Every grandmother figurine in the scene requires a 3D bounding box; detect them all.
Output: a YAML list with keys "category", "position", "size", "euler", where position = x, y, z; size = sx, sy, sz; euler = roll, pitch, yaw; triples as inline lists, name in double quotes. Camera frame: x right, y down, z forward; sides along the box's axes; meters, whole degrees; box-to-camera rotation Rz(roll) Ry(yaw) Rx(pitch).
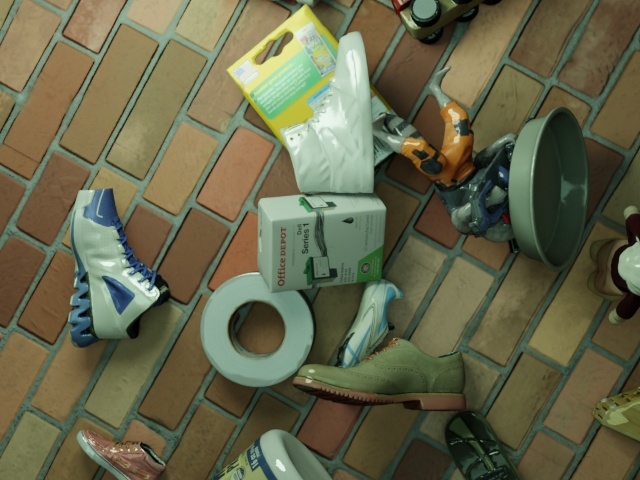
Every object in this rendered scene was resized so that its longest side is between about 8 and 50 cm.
- category: "grandmother figurine"
  position: [0.538, 0.044, 1.607]
  size: [0.104, 0.342, 0.207]
  euler: [-5, 91, 5]

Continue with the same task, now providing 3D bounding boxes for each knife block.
- category: "knife block"
  position: [0.680, 0.375, 1.729]
  size: [0.276, 0.088, 0.242]
  euler: [-21, 89, 4]

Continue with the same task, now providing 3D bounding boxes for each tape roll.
- category: "tape roll"
  position: [-0.119, 0.169, 1.798]
  size: [0.219, 0.072, 0.219]
  euler: [0, 90, 4]

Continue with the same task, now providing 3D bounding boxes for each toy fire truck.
- category: "toy fire truck"
  position: [0.207, -0.532, 1.733]
  size: [0.217, 0.158, 0.246]
  euler: [-32, 77, 5]

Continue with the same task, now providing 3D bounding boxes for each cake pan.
- category: "cake pan"
  position: [0.409, -0.091, 1.664]
  size: [0.054, 0.293, 0.293]
  euler: [2, 91, 34]

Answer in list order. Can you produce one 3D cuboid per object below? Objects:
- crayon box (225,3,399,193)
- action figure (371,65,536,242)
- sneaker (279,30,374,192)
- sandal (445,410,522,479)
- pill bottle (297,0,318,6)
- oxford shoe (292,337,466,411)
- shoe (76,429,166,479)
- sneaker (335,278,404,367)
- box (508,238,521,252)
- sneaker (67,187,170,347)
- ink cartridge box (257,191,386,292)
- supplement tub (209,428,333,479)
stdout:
- category: "crayon box"
  position: [0.000, -0.257, 1.776]
  size: [0.203, 0.083, 0.323]
  euler: [-39, 89, 4]
- category: "action figure"
  position: [0.270, -0.143, 1.687]
  size: [0.178, 0.341, 0.330]
  euler: [-29, 99, 47]
- category: "sneaker"
  position: [0.008, -0.228, 1.681]
  size: [0.169, 0.108, 0.292]
  euler: [-2, 92, 1]
- category: "sandal"
  position: [0.333, 0.468, 1.766]
  size: [0.120, 0.086, 0.302]
  euler: [-21, 75, 10]
- category: "pill bottle"
  position: [-0.104, -0.526, 1.755]
  size: [0.229, 0.131, 0.131]
  euler: [20, 92, 4]
- category: "oxford shoe"
  position: [0.112, 0.244, 1.728]
  size: [0.348, 0.123, 0.130]
  euler: [9, 79, -25]
- category: "shoe"
  position: [-0.390, 0.416, 1.830]
  size: [0.178, 0.063, 0.081]
  euler: [42, 92, -3]
- category: "sneaker"
  position: [0.089, 0.188, 1.778]
  size: [0.086, 0.085, 0.237]
  euler: [22, 96, -4]
- category: "box"
  position: [0.385, -0.022, 1.764]
  size: [0.062, 0.052, 0.083]
  euler: [-11, 89, 4]
- category: "sneaker"
  position: [-0.382, 0.055, 1.801]
  size: [0.182, 0.127, 0.315]
  euler: [3, 98, 1]
- category: "ink cartridge box"
  position: [0.000, 0.000, 1.715]
  size: [0.219, 0.092, 0.160]
  euler: [-7, 120, -15]
- category: "supplement tub"
  position: [-0.132, 0.529, 1.726]
  size: [0.316, 0.228, 0.228]
  euler: [-41, 88, 4]
